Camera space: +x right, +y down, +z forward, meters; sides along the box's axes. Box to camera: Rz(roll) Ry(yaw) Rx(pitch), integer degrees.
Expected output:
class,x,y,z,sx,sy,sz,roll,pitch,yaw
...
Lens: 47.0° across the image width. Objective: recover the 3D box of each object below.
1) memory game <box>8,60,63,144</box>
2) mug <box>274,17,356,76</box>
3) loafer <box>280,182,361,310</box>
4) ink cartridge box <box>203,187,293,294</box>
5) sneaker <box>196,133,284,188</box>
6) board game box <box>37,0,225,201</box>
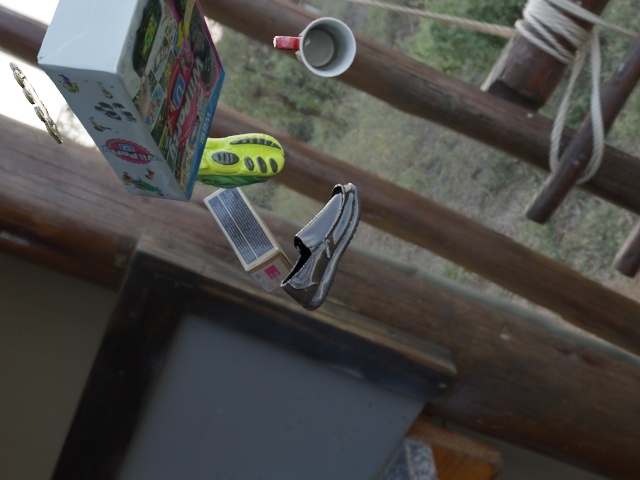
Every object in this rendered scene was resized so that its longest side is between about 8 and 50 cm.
class,x,y,z,sx,sy,sz,roll,pitch,yaw
memory game,-0.565,-0.273,1.464,0.012,0.186,0.186,-30,7,-9
mug,-0.012,-0.409,1.520,0.113,0.150,0.169,-56,15,8
loafer,0.000,0.000,1.176,0.080,0.078,0.220,-21,46,67
ink cartridge box,-0.149,-0.001,1.622,0.088,0.193,0.235,-32,-19,-2
sneaker,-0.217,-0.139,1.339,0.123,0.295,0.109,125,148,-62
board game box,-0.218,-0.216,0.923,0.303,0.097,0.224,79,-159,-67
